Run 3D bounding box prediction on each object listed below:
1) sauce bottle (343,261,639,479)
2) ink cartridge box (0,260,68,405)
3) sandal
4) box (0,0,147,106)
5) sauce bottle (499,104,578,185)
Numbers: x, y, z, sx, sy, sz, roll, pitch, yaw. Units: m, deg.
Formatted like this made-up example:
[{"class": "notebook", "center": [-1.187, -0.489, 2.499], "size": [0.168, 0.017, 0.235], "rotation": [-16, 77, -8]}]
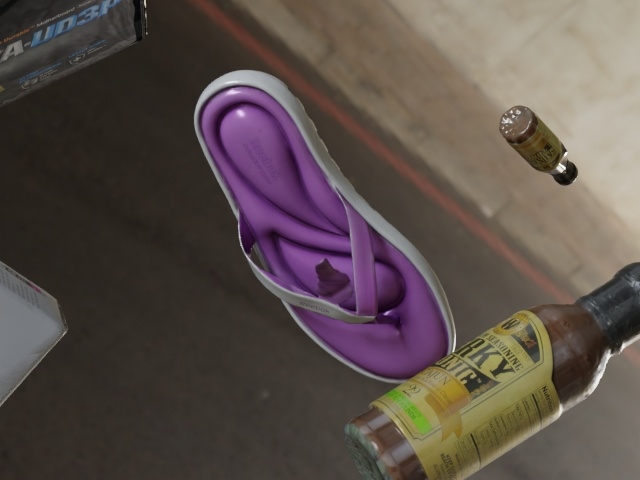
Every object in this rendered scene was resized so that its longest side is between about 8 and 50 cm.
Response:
[{"class": "sauce bottle", "center": [0.187, 0.134, 1.736], "size": [0.111, 0.344, 0.111], "rotation": [51, -18, 24]}, {"class": "ink cartridge box", "center": [-0.434, 0.093, 1.462], "size": [0.330, 0.324, 0.071], "rotation": [39, 10, -28]}, {"class": "sandal", "center": [-0.012, 0.008, 1.981], "size": [0.416, 0.169, 0.102], "rotation": [52, 26, -12]}, {"class": "box", "center": [-0.251, -0.179, 1.477], "size": [0.051, 0.220, 0.175], "rotation": [59, -15, 17]}, {"class": "sauce bottle", "center": [0.226, -0.093, 1.830], "size": [0.128, 0.042, 0.042], "rotation": [35, 19, -48]}]
